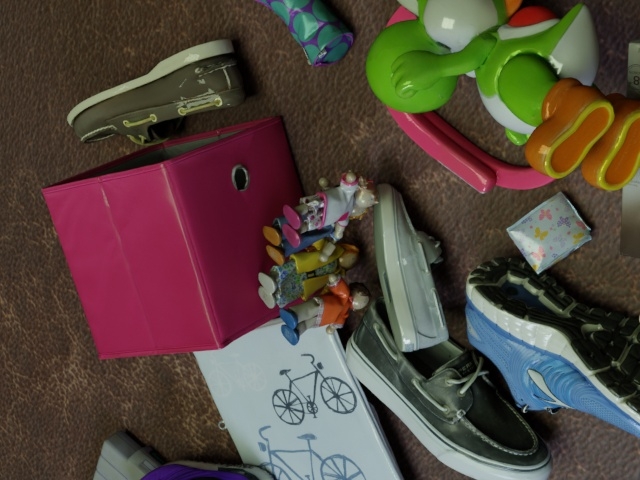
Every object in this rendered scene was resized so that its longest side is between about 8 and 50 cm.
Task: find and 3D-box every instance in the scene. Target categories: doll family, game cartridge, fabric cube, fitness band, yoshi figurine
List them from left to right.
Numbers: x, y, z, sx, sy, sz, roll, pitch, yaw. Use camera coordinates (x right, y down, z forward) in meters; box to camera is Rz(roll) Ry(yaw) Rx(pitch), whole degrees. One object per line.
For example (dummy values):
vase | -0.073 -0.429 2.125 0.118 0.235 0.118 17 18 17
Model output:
game cartridge | -0.246 0.502 2.310 0.355 0.068 0.230 37 123 22
fabric cube | -0.183 -0.004 1.921 0.259 0.254 0.258 -9 102 40
doll family | 0.000 0.000 1.820 0.118 0.163 0.263 38 138 38
yoshi figurine | 0.180 -0.169 1.538 0.362 0.203 0.203 46 156 39
fitness band | 0.198 -0.184 1.684 0.291 0.054 0.209 40 125 18

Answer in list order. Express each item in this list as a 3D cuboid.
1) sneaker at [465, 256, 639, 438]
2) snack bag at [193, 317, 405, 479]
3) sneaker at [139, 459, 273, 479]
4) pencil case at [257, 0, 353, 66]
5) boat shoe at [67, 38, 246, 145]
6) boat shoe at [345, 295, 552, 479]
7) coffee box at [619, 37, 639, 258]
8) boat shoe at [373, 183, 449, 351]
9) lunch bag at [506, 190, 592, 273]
sneaker | 0.316 0.156 1.697 0.330 0.130 0.147 35 140 26
snack bag | -0.034 0.266 2.042 0.323 0.037 0.342 -18 99 46
sneaker | -0.217 0.402 2.125 0.293 0.146 0.102 -13 89 39
pencil case | -0.028 -0.297 1.804 0.070 0.064 0.152 -43 78 15
boat shoe | -0.239 -0.191 1.985 0.324 0.116 0.097 -20 92 36
boat shoe | 0.167 0.196 1.812 0.335 0.121 0.119 34 130 26
coffee box | 0.416 -0.099 1.509 0.141 0.098 0.246 13 115 36
boat shoe | 0.121 0.032 1.810 0.079 0.081 0.227 114 148 -73
lunch bag | 0.282 -0.010 1.683 0.083 0.053 0.071 -38 81 16
